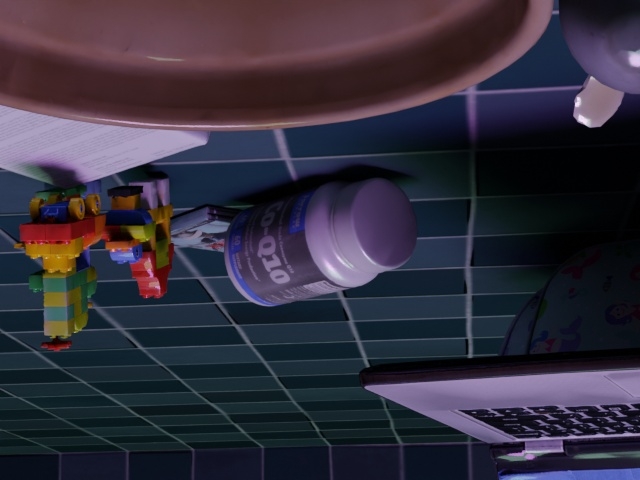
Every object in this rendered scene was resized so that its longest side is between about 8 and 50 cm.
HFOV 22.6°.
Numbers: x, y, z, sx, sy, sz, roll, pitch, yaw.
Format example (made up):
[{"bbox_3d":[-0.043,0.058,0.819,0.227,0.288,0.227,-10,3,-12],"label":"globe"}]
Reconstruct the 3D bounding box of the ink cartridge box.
[{"bbox_3d":[-0.173,-0.083,0.898,0.179,0.045,0.145,22,156,-39],"label":"ink cartridge box"}]

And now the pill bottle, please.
[{"bbox_3d":[0.000,0.000,1.155,0.078,0.078,0.137,11,162,-40],"label":"pill bottle"}]

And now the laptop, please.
[{"bbox_3d":[0.275,0.218,1.044,0.382,0.236,0.408,-6,163,23],"label":"laptop"}]

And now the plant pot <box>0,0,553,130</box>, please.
[{"bbox_3d":[-0.040,-0.123,0.562,0.237,0.110,0.237,-2,167,0],"label":"plant pot"}]

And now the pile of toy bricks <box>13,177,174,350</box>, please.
[{"bbox_3d":[-0.167,0.018,1.042,0.118,0.105,0.212,0,-174,11],"label":"pile of toy bricks"}]

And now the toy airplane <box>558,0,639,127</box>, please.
[{"bbox_3d":[0.238,0.023,0.604,0.384,0.386,0.272,10,150,-37],"label":"toy airplane"}]

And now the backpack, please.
[{"bbox_3d":[0.267,0.115,1.345,0.253,0.225,0.191,-8,135,37],"label":"backpack"}]

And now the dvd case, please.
[{"bbox_3d":[-0.065,-0.005,1.269,0.119,0.013,0.087,11,163,-38],"label":"dvd case"}]
